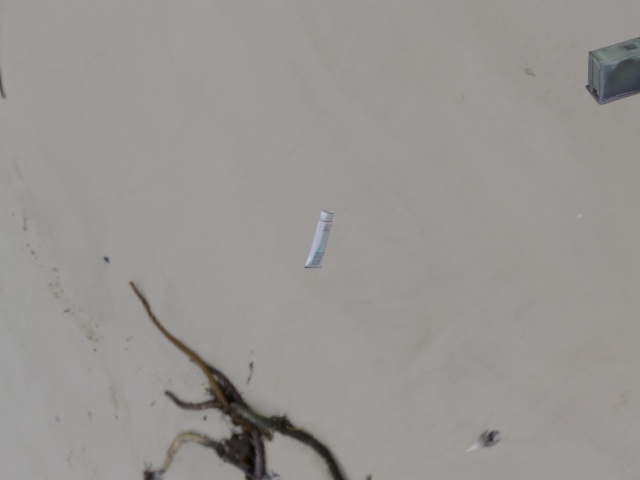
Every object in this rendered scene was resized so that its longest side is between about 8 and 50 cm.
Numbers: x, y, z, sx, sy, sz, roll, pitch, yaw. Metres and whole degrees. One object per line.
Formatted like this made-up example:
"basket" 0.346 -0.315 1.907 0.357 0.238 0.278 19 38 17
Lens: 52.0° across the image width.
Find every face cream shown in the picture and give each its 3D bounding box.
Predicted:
"face cream" 0.000 0.000 1.194 0.020 0.038 0.115 38 119 51

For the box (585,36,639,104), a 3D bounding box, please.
"box" 0.423 -0.240 0.926 0.084 0.060 0.063 -15 129 10
